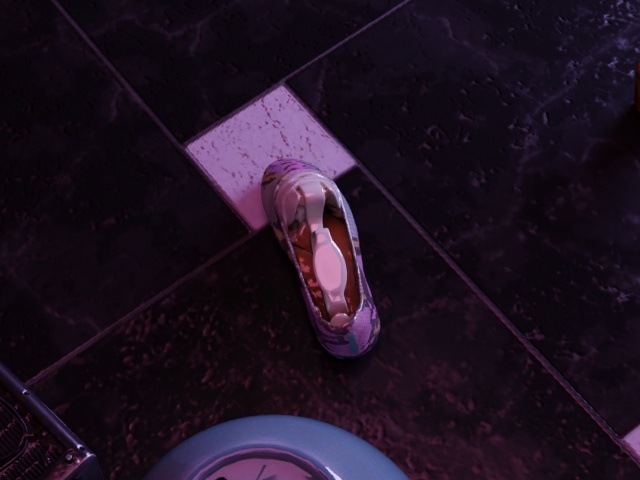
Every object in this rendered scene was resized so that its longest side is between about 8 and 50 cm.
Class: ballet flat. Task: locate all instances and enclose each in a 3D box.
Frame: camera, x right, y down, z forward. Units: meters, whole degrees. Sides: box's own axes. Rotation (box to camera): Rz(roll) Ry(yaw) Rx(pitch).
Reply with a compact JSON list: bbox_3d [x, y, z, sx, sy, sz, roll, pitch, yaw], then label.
[{"bbox_3d":[0.000,0.000,1.216,0.077,0.079,0.221,-16,61,-5],"label":"ballet flat"}]

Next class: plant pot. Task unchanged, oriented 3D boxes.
[{"bbox_3d":[-0.038,0.248,1.013,0.290,0.195,0.290,-1,60,2],"label":"plant pot"}]

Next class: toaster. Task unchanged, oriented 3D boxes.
[{"bbox_3d":[-0.295,0.192,1.105,0.185,0.110,0.168,39,69,21],"label":"toaster"}]

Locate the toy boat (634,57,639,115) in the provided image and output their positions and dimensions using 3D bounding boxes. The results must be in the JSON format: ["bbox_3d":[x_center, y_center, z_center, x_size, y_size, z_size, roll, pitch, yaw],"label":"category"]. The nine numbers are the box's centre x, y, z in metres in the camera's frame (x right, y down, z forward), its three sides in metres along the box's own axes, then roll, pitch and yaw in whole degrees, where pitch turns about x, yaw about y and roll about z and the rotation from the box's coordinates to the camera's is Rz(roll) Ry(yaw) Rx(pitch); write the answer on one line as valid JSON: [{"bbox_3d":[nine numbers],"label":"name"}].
[{"bbox_3d":[0.427,-0.104,1.214,0.318,0.148,0.267,30,66,17],"label":"toy boat"}]
